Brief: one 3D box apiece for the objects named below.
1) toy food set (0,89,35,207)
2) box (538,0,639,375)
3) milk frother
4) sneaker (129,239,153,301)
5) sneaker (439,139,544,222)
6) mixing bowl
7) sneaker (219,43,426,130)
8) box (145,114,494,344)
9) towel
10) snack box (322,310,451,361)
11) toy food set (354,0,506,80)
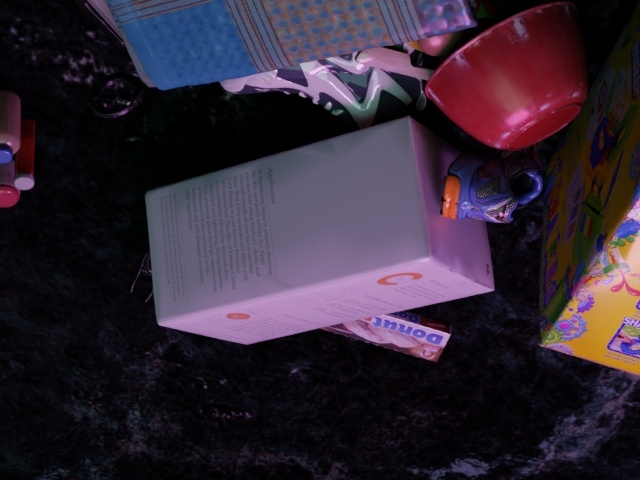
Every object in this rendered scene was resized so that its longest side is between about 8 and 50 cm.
[{"bbox_3d":[-0.412,-0.097,1.578,0.111,0.105,0.232,5,140,-18],"label":"toy food set"},{"bbox_3d":[0.365,-0.055,1.339,0.177,0.290,0.279,17,136,-5],"label":"box"},{"bbox_3d":[-0.222,-0.229,1.398,0.129,0.143,0.135,-15,132,34],"label":"milk frother"},{"bbox_3d":[-0.191,0.000,1.657,0.051,0.089,0.170,30,133,-17],"label":"sneaker"},{"bbox_3d":[0.209,-0.075,1.408,0.087,0.221,0.083,22,131,20],"label":"sneaker"},{"bbox_3d":[0.211,-0.158,1.338,0.181,0.181,0.098,-37,74,38],"label":"mixing bowl"},{"bbox_3d":[0.013,-0.167,1.443,0.234,0.094,0.153,-16,121,13],"label":"sneaker"},{"bbox_3d":[0.000,0.000,1.500,0.345,0.168,0.215,-14,164,24],"label":"box"},{"bbox_3d":[-0.056,-0.291,1.252,0.370,0.040,0.271,-9,126,21],"label":"towel"},{"bbox_3d":[0.086,0.118,1.760,0.178,0.022,0.064,16,134,-4],"label":"snack box"},{"bbox_3d":[0.146,-0.241,1.311,0.128,0.071,0.218,17,118,-31],"label":"toy food set"}]
